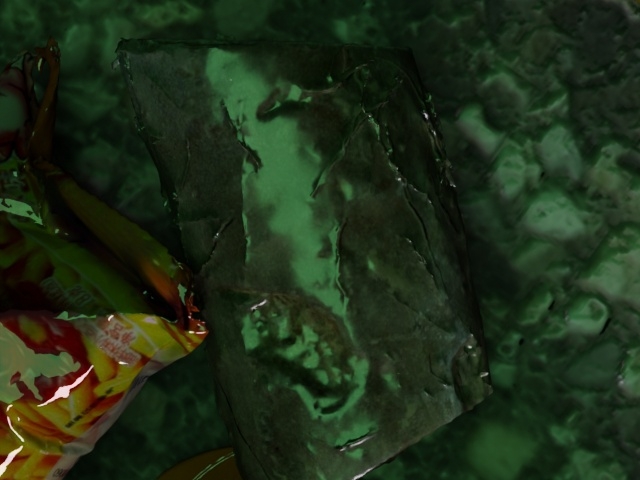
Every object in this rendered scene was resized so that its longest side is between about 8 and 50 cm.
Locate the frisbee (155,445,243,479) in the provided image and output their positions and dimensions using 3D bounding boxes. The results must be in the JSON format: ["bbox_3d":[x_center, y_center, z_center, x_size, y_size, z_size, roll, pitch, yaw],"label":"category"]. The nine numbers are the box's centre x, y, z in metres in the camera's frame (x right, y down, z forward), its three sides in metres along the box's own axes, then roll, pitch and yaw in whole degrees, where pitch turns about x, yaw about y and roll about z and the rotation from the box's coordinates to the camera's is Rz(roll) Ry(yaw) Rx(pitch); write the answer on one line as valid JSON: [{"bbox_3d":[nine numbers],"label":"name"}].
[{"bbox_3d":[-0.036,0.209,0.941,0.192,0.035,0.192,1,93,10],"label":"frisbee"}]

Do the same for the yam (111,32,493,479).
[{"bbox_3d":[0.000,0.000,0.872,0.154,0.154,0.254,-17,88,11],"label":"yam"}]

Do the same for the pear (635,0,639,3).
[{"bbox_3d":[0.241,-0.264,0.714,0.352,0.352,0.413,44,89,6],"label":"pear"}]

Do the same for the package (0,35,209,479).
[{"bbox_3d":[-0.185,0.061,0.906,0.288,0.108,0.223,-46,58,15],"label":"package"}]
